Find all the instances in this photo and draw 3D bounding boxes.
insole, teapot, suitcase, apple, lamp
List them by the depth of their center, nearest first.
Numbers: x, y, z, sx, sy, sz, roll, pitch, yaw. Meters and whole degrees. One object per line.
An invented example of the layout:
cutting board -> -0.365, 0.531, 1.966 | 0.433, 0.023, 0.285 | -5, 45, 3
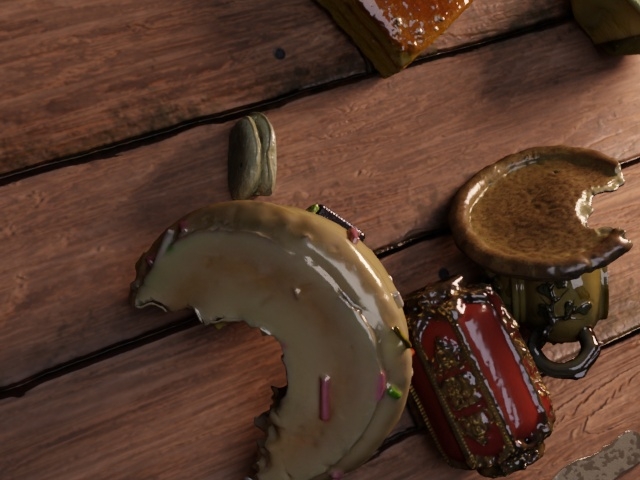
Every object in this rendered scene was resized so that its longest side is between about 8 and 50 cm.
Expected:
suitcase -> 0.000, 0.000, 1.384 | 0.086, 0.126, 0.059 | 34, 70, -13
lamp -> 0.204, 0.182, 1.413 | 0.177, 0.177, 0.274 | -28, 91, -24
teapot -> 0.313, 0.072, 1.487 | 0.182, 0.173, 0.270 | -3, 61, 7
insole -> 0.411, 0.341, 1.550 | 0.193, 0.006, 0.065 | -26, 90, -24
apple -> 0.497, -0.379, 1.626 | 0.207, 0.188, 0.174 | 33, 74, -10

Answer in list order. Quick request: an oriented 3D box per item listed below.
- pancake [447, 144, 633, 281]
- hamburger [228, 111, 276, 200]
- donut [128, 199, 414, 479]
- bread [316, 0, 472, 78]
pancake -> 0.316, -0.045, 1.460 | 0.288, 0.286, 0.033 | -34, 129, -24
hamburger -> -0.089, -0.117, 1.394 | 0.054, 0.084, 0.121 | 0, 78, -20
donut -> -0.040, 0.110, 1.278 | 0.371, 0.307, 0.150 | 56, 25, -2
bread -> 0.092, -0.381, 1.504 | 0.234, 0.110, 0.184 | 46, 68, -9
